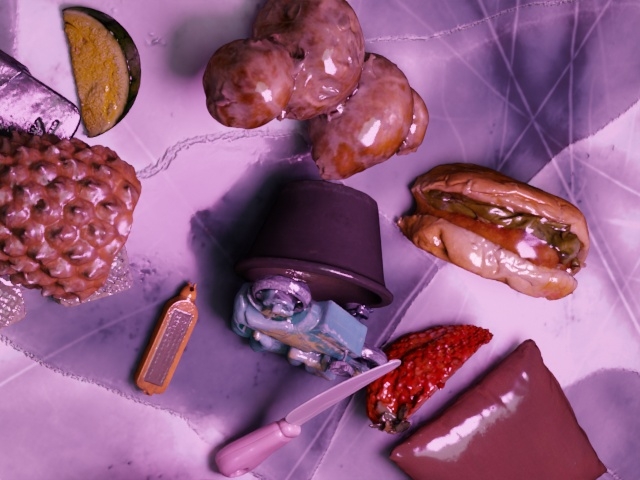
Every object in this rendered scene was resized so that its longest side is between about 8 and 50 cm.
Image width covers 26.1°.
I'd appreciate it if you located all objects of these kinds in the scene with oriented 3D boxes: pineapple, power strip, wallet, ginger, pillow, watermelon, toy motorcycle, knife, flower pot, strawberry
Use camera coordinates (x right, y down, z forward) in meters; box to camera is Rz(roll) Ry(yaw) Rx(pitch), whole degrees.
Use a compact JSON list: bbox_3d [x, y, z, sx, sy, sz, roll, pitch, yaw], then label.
[{"bbox_3d":[-0.423,-0.062,1.750,0.357,0.223,0.223,19,94,-18],"label":"pineapple"},{"bbox_3d":[-0.222,0.142,2.025,0.049,0.028,0.178,23,92,-27],"label":"power strip"},{"bbox_3d":[-0.476,-0.185,1.826,0.318,0.045,0.172,34,88,-28],"label":"wallet"},{"bbox_3d":[0.010,-0.215,1.968,0.375,0.176,0.256,30,69,-37],"label":"ginger"},{"bbox_3d":[0.297,0.362,2.265,0.305,0.108,0.308,-37,115,-11],"label":"pillow"},{"bbox_3d":[-0.287,-0.240,1.905,0.092,0.075,0.181,-4,107,22],"label":"watermelon"},{"bbox_3d":[-0.034,0.136,2.031,0.296,0.198,0.109,38,57,-39],"label":"toy motorcycle"},{"bbox_3d":[-0.027,0.254,2.037,0.336,0.043,0.081,-37,154,22],"label":"knife"},{"bbox_3d":[0.000,0.000,2.008,0.235,0.235,0.148,18,74,-27],"label":"flower pot"},{"bbox_3d":[0.148,0.200,2.156,0.107,0.175,0.236,46,43,4],"label":"strawberry"}]

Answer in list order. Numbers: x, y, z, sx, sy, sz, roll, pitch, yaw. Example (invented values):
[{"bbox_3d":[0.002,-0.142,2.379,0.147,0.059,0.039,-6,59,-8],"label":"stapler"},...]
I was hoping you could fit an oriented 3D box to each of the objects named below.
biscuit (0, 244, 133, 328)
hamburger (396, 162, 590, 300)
[{"bbox_3d":[-0.390,0.034,1.914,0.250,0.046,0.147,-16,108,-20],"label":"biscuit"},{"bbox_3d":[0.310,-0.006,2.132,0.330,0.209,0.162,22,93,-29],"label":"hamburger"}]
